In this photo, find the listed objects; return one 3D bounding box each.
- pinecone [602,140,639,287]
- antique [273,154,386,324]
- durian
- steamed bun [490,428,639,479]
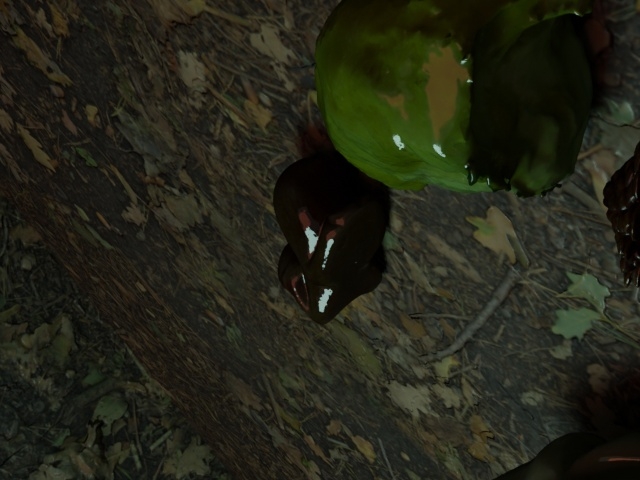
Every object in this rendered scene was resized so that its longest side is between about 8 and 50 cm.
[{"bbox_3d":[0.312,-0.021,0.810,0.173,0.173,0.173,35,151,23],"label":"pinecone"},{"bbox_3d":[0.000,0.000,1.332,0.143,0.121,0.257,41,153,28],"label":"antique"},{"bbox_3d":[0.107,-0.135,0.900,0.340,0.204,0.256,7,146,48],"label":"durian"},{"bbox_3d":[0.368,0.344,1.110,0.342,0.255,0.367,34,-175,-12],"label":"steamed bun"}]
